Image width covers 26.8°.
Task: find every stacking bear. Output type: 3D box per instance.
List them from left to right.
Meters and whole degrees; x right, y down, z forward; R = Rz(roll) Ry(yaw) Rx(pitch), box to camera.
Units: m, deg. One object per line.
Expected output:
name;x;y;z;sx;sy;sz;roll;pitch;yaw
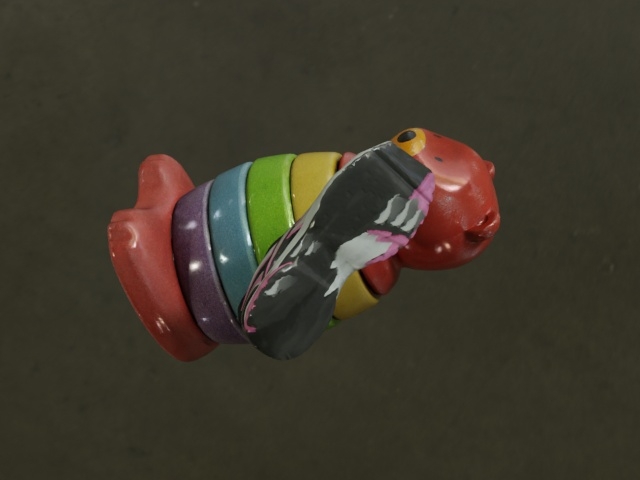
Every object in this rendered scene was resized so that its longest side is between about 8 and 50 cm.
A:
stacking bear;0.002;-0.008;1.092;0.289;0.175;0.164;-15;115;14

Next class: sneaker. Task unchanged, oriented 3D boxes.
sneaker;0.000;0.000;0.939;0.178;0.077;0.072;-45;108;-13
